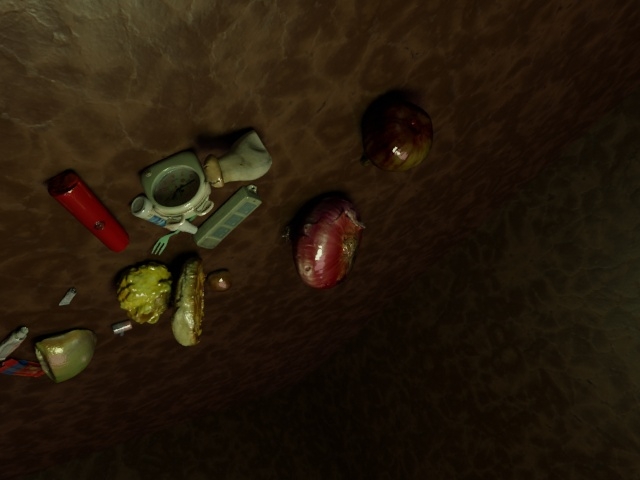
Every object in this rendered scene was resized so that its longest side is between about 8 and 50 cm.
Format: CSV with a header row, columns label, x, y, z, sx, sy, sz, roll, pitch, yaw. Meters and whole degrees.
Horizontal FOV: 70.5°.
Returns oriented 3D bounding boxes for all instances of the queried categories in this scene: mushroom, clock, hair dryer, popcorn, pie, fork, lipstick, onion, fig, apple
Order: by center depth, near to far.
label,x,y,z,sx,sy,sz,roll,pitch,yaw
clock,-0.342,-0.118,1.103,0.152,0.190,0.062,-26,154,-7
lipstick,-0.560,-0.062,1.117,0.073,0.073,0.279,-26,153,-9
mushroom,-0.205,-0.194,1.141,0.093,0.116,0.225,-8,-153,44
fork,-0.425,-0.036,1.366,0.235,0.021,0.039,-40,157,16
fig,0.203,-0.284,1.404,0.217,0.216,0.321,-19,171,-23
popcorn,-0.552,0.163,1.443,0.198,0.155,0.197,-24,142,-21
pie,-0.431,0.199,1.499,0.093,0.314,0.315,5,146,-9
apple,-0.873,0.405,1.591,0.193,0.120,0.265,-25,159,-37
onion,0.000,0.000,1.651,0.347,0.286,0.347,-46,145,-47
hair dryer,-0.742,0.336,1.696,0.063,0.037,0.114,-17,159,-29
mushroom,-0.367,0.156,1.718,0.088,0.073,0.130,-63,154,-2

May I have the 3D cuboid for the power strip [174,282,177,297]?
label,x,y,z,sx,sy,sz,roll,pitch,yaw
power strip,-0.528,0.186,1.643,0.123,0.032,0.056,-25,155,-11

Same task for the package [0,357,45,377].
label,x,y,z,sx,sy,sz,roll,pitch,yaw
package,-1.041,0.450,1.592,0.083,0.022,0.200,-30,154,-2

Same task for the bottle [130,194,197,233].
label,x,y,z,sx,sy,sz,roll,pitch,yaw
bottle,-0.424,-0.062,1.261,0.060,0.060,0.217,-37,151,14

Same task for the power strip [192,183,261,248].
label,x,y,z,sx,sy,sz,roll,pitch,yaw
power strip,-0.290,-0.069,1.409,0.272,0.052,0.078,-39,152,18

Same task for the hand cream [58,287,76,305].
label,x,y,z,sx,sy,sz,roll,pitch,yaw
hand cream,-0.771,0.172,1.388,0.093,0.019,0.030,-38,156,32

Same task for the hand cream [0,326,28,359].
label,x,y,z,sx,sy,sz,roll,pitch,yaw
hand cream,-0.985,0.334,1.435,0.216,0.038,0.052,-35,131,24
